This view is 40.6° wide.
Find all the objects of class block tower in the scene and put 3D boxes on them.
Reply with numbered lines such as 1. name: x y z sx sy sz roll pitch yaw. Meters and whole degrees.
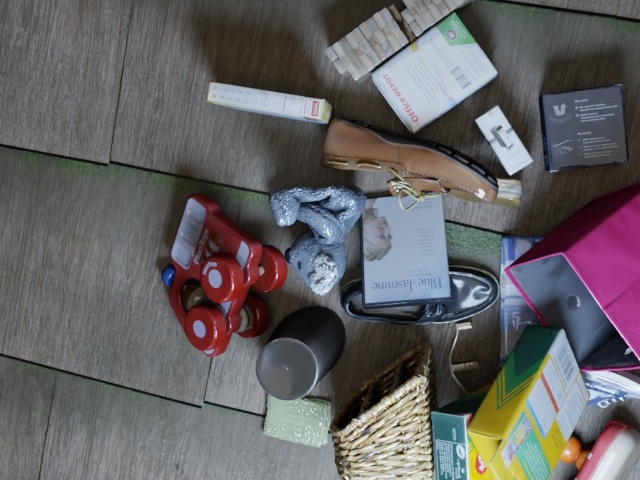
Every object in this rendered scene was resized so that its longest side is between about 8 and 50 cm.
1. block tower: 0.175 -0.450 1.783 0.335 0.097 0.091 -34 89 11

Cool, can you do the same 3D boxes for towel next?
1. towel: -0.051 0.396 1.920 0.148 0.027 0.110 9 97 6
2. towel: 0.476 0.128 1.790 0.209 0.034 0.285 0 83 8

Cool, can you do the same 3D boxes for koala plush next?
1. koala plush: 0.000 0.000 1.802 0.203 0.196 0.221 -3 90 -1

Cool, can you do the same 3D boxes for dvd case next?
1. dvd case: 0.172 0.018 1.796 0.180 0.022 0.253 -5 64 9

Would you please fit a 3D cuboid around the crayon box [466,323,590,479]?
1. crayon box: 0.389 0.344 1.635 0.083 0.323 0.203 4 135 43

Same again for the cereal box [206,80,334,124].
1. cereal box: -0.099 -0.284 1.796 0.240 0.173 0.047 10 95 7

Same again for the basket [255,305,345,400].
1. basket: -0.049 0.243 1.806 0.154 0.227 0.204 45 99 3

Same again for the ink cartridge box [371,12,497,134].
1. ink cartridge box: 0.233 -0.338 1.783 0.212 0.093 0.154 -36 88 8

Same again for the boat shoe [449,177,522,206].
1. boat shoe: 0.338 -0.114 1.808 0.170 0.063 0.059 13 73 15

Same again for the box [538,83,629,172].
1. box: 0.530 -0.225 1.748 0.156 0.093 0.158 -6 95 9

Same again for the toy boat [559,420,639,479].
1. toy boat: 0.551 0.461 1.797 0.151 0.151 0.231 32 99 35

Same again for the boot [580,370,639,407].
1. boot: 0.607 0.313 1.802 0.190 0.069 0.086 22 102 15

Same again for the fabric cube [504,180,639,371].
1. fabric cube: 0.563 0.069 1.648 0.258 0.254 0.259 -35 89 -16

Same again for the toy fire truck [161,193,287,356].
1. toy fire truck: -0.232 0.081 1.853 0.254 0.169 0.302 38 120 30

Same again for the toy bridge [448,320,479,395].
1. toy bridge: 0.310 0.269 1.857 0.063 0.026 0.188 -10 93 11

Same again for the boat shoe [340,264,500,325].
1. boat shoe: 0.206 0.118 1.815 0.340 0.113 0.127 1 95 8

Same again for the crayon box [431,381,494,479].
1. crayon box: 0.343 0.398 1.721 0.081 0.318 0.202 0 97 39

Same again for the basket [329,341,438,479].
1. basket: 0.125 0.341 1.752 0.213 0.299 0.223 -4 98 11

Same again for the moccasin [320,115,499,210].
1. moccasin: 0.176 -0.141 1.763 0.380 0.139 0.147 18 98 15

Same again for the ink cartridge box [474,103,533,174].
1. ink cartridge box: 0.374 -0.204 1.770 0.056 0.099 0.135 -32 89 11
